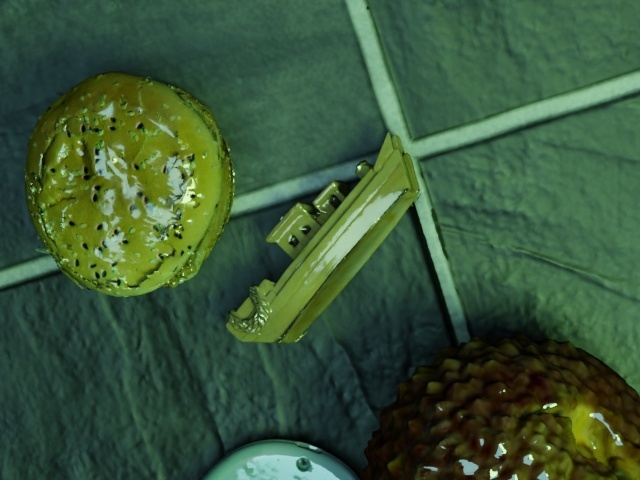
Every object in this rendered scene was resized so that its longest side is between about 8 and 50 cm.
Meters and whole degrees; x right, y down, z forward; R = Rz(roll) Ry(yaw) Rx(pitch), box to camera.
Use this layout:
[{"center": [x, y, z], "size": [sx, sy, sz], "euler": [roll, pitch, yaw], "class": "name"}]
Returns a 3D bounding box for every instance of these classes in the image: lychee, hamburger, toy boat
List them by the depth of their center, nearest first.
[{"center": [0.144, 0.212, 1.122], "size": [0.267, 0.267, 0.267], "euler": [1, 100, 8], "class": "lychee"}, {"center": [-0.156, -0.038, 1.185], "size": [0.185, 0.113, 0.177], "euler": [-32, 95, 12], "class": "hamburger"}, {"center": [0.000, 0.000, 1.197], "size": [0.072, 0.064, 0.206], "euler": [43, 102, 18], "class": "toy boat"}]

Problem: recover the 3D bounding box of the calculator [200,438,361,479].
[{"center": [-0.050, 0.308, 1.266], "size": [0.185, 0.041, 0.299], "euler": [19, 103, 5], "class": "calculator"}]
